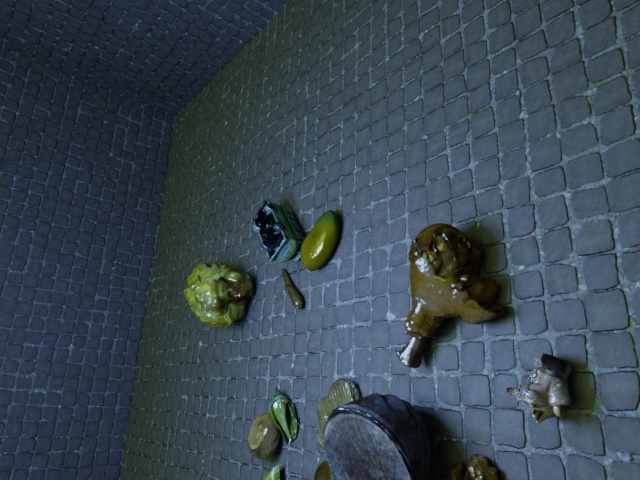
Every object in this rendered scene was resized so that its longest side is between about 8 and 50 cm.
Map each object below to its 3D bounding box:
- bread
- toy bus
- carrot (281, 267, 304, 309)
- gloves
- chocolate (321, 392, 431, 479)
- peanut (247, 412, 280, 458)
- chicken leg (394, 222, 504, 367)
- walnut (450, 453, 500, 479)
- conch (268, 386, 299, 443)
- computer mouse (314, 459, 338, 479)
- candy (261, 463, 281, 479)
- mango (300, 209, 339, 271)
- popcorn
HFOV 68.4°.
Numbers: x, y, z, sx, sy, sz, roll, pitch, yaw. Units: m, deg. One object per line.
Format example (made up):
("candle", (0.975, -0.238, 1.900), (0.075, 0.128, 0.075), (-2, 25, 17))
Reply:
("bread", (0.069, 0.596, 1.495), (0.207, 0.056, 0.287), (-39, 48, 33))
("toy bus", (-0.164, -0.032, 1.951), (0.134, 0.164, 0.276), (-54, 41, 24))
("carrot", (-0.120, 0.190, 1.915), (0.049, 0.049, 0.254), (-58, 35, 20))
("gloves", (0.490, 0.321, 1.029), (0.110, 0.094, 0.144), (41, 88, 26))
("chocolate", (0.179, 0.540, 1.246), (0.303, 0.213, 0.304), (15, 113, 40))
("peanut", (-0.210, 0.730, 1.765), (0.140, 0.109, 0.159), (4, 67, 42))
("chicken leg", (0.330, 0.173, 1.255), (0.295, 0.182, 0.410), (27, 102, 37))
("walnut", (0.368, 0.599, 1.100), (0.143, 0.069, 0.170), (-47, 47, 29))
("conch", (-0.138, 0.635, 1.735), (0.095, 0.079, 0.201), (-46, 60, 13))
("computer mouse", (0.028, 0.801, 1.480), (0.102, 0.044, 0.199), (-50, 42, 31))
("candy", (-0.205, 0.930, 1.712), (0.246, 0.069, 0.149), (-51, 37, 35))
("mango", (0.003, 0.005, 1.785), (0.238, 0.091, 0.137), (-59, 45, 19))
("popcorn", (-0.473, 0.234, 2.146), (0.312, 0.312, 0.313), (-24, 59, 46))
